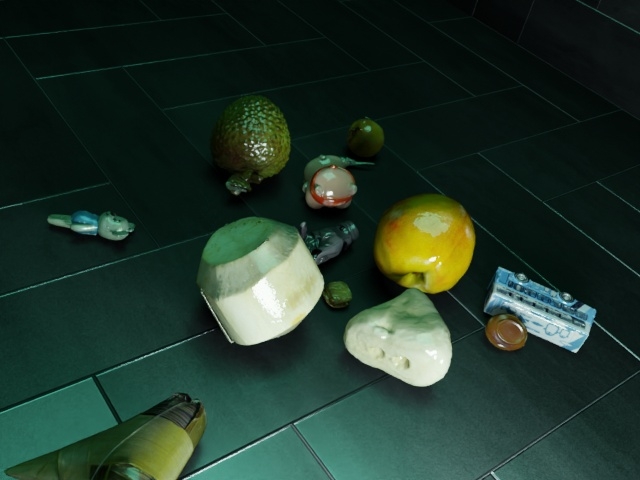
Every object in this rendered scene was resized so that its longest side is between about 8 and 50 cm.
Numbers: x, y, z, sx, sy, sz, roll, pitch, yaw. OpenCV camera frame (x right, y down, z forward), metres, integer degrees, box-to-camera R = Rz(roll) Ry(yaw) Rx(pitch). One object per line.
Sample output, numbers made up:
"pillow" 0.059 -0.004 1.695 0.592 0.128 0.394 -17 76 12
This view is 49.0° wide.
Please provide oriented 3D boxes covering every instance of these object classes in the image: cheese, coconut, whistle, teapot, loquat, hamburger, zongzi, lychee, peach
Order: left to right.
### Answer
"whistle" -0.638 -0.049 1.958 0.235 0.077 0.114 9 20 -1
"zongzi" -0.423 0.409 1.429 0.317 0.154 0.289 15 31 10
"lychee" -0.222 -0.311 2.244 0.270 0.270 0.320 -14 82 -29
"coconut" -0.150 0.107 1.756 0.323 0.323 0.323 8 40 -7
"hamburger" 0.046 0.150 1.938 0.076 0.044 0.083 0 44 -19
"loquat" 0.163 -0.366 2.502 0.141 0.141 0.141 8 40 -7
"cheese" 0.203 0.258 1.754 0.251 0.174 0.248 -10 36 -27
"peach" 0.298 -0.007 2.009 0.289 0.289 0.308 18 59 5
"teapot" 0.512 0.253 1.934 0.129 0.078 0.098 20 80 -6

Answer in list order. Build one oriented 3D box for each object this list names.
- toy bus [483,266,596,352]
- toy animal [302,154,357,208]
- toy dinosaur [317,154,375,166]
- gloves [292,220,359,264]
"toy bus" 0.620 0.195 2.005 0.297 0.106 0.131 24 44 10
"toy animal" 0.029 -0.181 2.248 0.171 0.171 0.198 1 33 -14
"toy dinosaur" 0.087 -0.279 2.465 0.187 0.044 0.106 -15 32 -28
"gloves" 0.002 0.008 2.042 0.285 0.119 0.142 -5 30 -42
